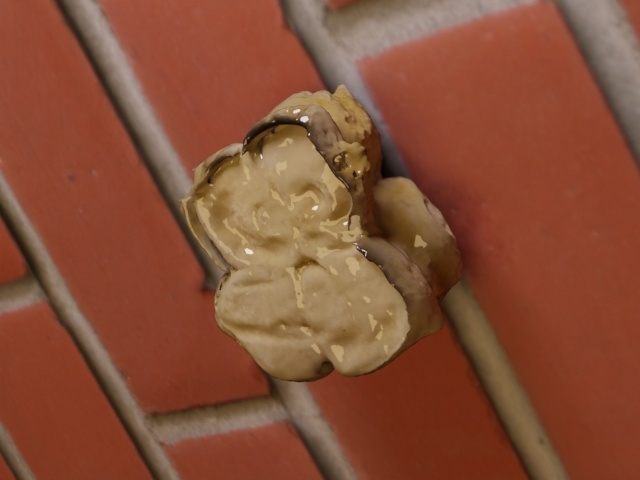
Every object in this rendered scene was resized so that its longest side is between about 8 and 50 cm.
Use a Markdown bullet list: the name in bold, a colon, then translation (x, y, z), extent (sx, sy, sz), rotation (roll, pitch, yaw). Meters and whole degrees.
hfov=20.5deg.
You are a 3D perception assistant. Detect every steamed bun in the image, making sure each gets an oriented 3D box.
- **steamed bun**: translation (0.000, 0.000, 1.171), extent (0.192, 0.106, 0.177), rotation (-34, 91, 41)
